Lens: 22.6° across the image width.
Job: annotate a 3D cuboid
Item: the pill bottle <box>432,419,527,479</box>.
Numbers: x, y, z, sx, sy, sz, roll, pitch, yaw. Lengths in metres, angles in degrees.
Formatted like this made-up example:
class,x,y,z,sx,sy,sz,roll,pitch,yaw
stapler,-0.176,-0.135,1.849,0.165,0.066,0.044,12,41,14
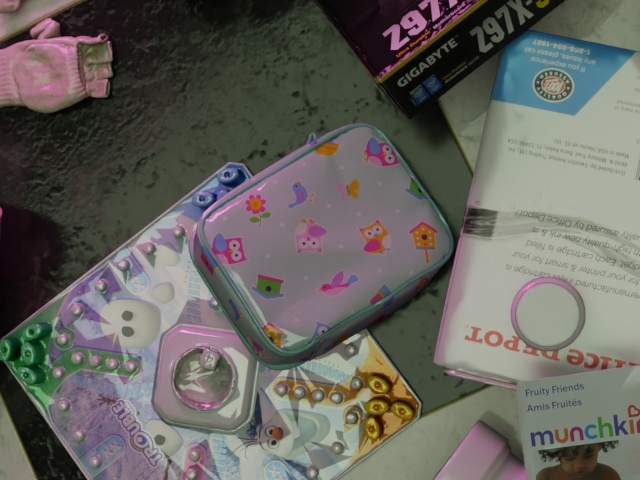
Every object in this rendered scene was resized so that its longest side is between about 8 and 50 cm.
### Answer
class,x,y,z,sx,sy,sz,roll,pitch,yaw
pill bottle,0.272,0.377,1.791,0.363,0.210,0.210,37,93,8

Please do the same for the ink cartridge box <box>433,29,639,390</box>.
class,x,y,z,sx,sy,sz,roll,pitch,yaw
ink cartridge box,0.311,-0.014,1.825,0.285,0.166,0.395,13,89,9

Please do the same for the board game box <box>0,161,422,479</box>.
class,x,y,z,sx,sy,sz,roll,pitch,yaw
board game box,-0.142,0.167,1.944,0.390,0.050,0.390,-37,83,5

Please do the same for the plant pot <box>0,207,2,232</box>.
class,x,y,z,sx,sy,sz,roll,pitch,yaw
plant pot,-0.505,0.103,1.924,0.256,0.256,0.274,2,105,9

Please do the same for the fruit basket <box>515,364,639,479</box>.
class,x,y,z,sx,sy,sz,roll,pitch,yaw
fruit basket,0.375,0.293,1.584,0.327,0.165,0.353,-7,101,3

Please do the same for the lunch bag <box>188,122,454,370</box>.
class,x,y,z,sx,sy,sz,roll,pitch,yaw
lunch bag,0.000,0.000,1.863,0.279,0.108,0.224,-31,78,-21

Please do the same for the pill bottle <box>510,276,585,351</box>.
class,x,y,z,sx,sy,sz,roll,pitch,yaw
pill bottle,0.238,0.077,1.678,0.078,0.137,0.078,0,88,8

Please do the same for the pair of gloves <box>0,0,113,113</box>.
class,x,y,z,sx,sy,sz,roll,pitch,yaw
pair of gloves,-0.359,-0.278,2.001,0.204,0.042,0.240,-1,88,8

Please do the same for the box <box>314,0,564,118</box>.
class,x,y,z,sx,sy,sz,roll,pitch,yaw
box,0.164,-0.313,1.829,0.322,0.079,0.257,-37,39,6
